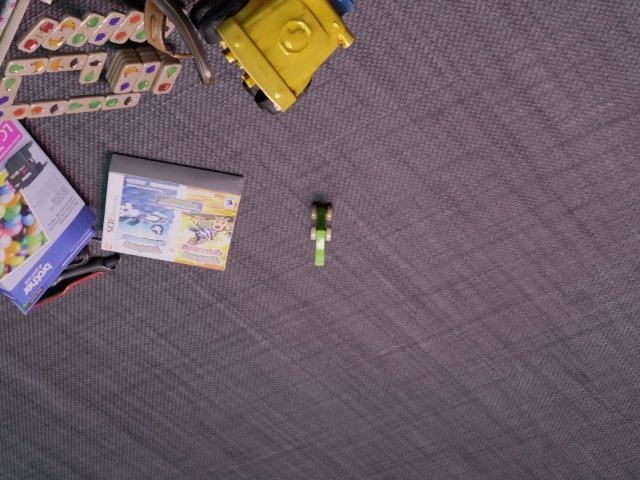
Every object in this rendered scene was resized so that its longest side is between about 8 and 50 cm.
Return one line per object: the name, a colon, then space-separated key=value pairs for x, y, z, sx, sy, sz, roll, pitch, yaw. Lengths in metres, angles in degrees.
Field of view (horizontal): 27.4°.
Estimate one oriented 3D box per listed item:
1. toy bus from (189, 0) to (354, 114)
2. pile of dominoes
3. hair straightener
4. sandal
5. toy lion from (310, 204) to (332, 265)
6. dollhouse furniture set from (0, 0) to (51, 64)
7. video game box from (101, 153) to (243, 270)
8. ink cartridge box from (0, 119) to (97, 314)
toy bus: x=-0.042 y=-0.289 z=1.673 sx=0.211 sy=0.220 sz=0.149 roll=-41 pitch=113 yaw=1
pile of dominoes: x=-0.302 y=-0.225 z=1.752 sx=0.251 sy=0.040 sz=0.196 roll=-12 pitch=150 yaw=-38
hair straightener: x=-0.427 y=0.051 z=2.175 sx=0.230 sy=0.047 sz=0.089 roll=-18 pitch=134 yaw=24
sandal: x=-0.209 y=-0.288 z=1.688 sx=0.060 sy=0.090 sz=0.219 roll=-34 pitch=103 yaw=0
toy lion: x=0.000 y=0.000 z=2.041 sx=0.034 sy=0.100 sz=0.096 roll=3 pitch=120 yaw=0
dollhouse furniture set: x=-0.464 y=-0.244 z=1.600 sx=0.174 sy=0.355 sz=0.303 roll=23 pitch=100 yaw=-20
video game box: x=-0.235 y=-0.041 z=2.054 sx=0.205 sy=0.048 sz=0.187 roll=10 pitch=141 yaw=-5
ink cartridge box: x=-0.459 y=-0.037 z=1.977 sx=0.065 sy=0.185 sz=0.311 roll=20 pitch=153 yaw=38
